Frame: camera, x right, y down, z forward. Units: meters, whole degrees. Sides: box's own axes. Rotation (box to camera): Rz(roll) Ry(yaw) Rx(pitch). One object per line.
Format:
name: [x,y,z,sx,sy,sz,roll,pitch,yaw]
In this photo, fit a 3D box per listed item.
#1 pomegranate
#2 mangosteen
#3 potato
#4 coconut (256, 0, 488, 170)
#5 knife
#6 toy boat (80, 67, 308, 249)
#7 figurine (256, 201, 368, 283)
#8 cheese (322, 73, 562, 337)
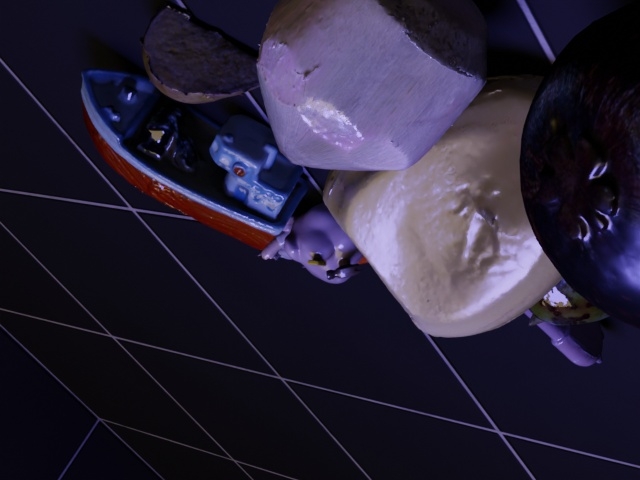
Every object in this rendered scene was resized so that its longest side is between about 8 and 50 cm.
pomegranate: [0.283,0.031,1.630,0.148,0.148,0.169,34,169,-4]
mangosteen: [0.329,-0.069,1.202,0.330,0.330,0.330,26,156,13]
potato: [-0.143,-0.201,1.741,0.172,0.100,0.089,27,161,4]
coconut: [0.039,-0.171,1.381,0.234,0.224,0.224,-40,112,23]
knife: [0.219,0.034,1.727,0.399,0.132,0.038,40,134,-24]
toy boat: [-0.173,-0.129,1.869,0.332,0.145,0.133,29,134,1]
figurine: [0.000,0.000,1.943,0.137,0.111,0.229,6,180,-33]
cheese: [0.173,-0.046,1.497,0.316,0.128,0.259,-34,100,29]
